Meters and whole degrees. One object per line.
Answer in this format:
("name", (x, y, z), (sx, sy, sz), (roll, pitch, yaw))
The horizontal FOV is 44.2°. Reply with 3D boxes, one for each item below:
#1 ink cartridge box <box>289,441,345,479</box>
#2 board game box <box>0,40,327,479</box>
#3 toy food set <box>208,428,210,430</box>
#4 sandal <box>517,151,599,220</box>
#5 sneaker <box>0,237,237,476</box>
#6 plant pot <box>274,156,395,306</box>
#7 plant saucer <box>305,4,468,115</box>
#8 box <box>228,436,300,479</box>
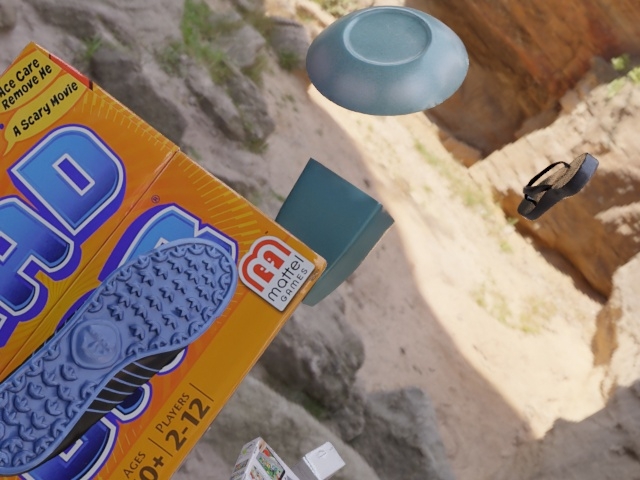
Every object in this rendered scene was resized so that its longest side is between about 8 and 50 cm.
("ink cartridge box", (-0.028, 0.408, 1.344), (0.052, 0.122, 0.088), (50, 27, 17))
("board game box", (-0.246, 0.077, 0.882), (0.356, 0.356, 0.356), (37, -8, 2))
("toy food set", (-0.345, 0.472, 1.919), (0.111, 0.232, 0.105), (2, 82, -34))
("sandal", (0.400, -0.103, 1.362), (0.054, 0.097, 0.254), (35, -15, 1))
("sneaker", (-0.164, 0.084, 0.596), (0.232, 0.090, 0.081), (-40, 93, -28))
("plant pot", (0.000, 0.000, 1.501), (0.165, 0.234, 0.165), (34, 0, 18))
("plant saucer", (0.078, -0.226, 0.927), (0.037, 0.194, 0.195), (85, -12, -52))
("box", (-0.047, 0.390, 1.112), (0.207, 0.036, 0.114), (51, 25, -12))
